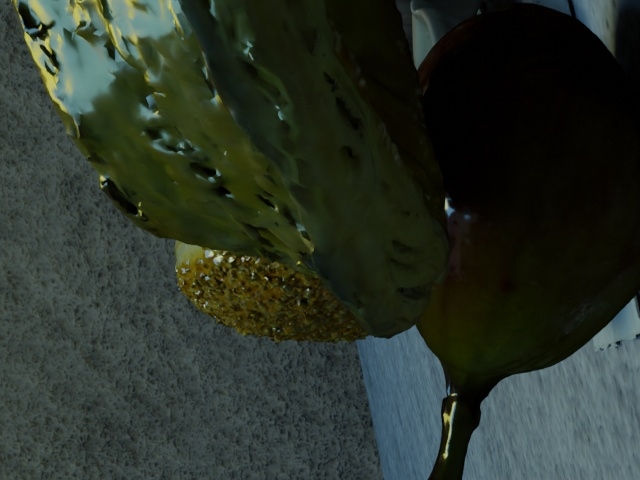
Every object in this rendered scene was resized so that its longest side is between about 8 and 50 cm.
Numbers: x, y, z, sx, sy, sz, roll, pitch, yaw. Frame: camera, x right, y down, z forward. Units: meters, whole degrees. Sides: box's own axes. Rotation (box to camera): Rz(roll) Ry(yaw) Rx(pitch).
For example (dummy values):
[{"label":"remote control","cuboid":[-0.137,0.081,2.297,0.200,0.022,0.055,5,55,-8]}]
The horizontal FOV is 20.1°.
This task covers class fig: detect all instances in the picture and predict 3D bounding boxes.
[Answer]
[{"label":"fig","cuboid":[0.100,0.017,0.960,0.170,0.145,0.274,-116,37,-67]}]

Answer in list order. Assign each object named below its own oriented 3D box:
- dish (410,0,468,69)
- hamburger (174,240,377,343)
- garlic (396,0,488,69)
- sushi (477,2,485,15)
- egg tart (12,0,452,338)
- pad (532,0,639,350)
[{"label":"dish","cuboid":[0.118,-0.054,1.136,0.229,0.081,0.229,166,90,-89]},{"label":"hamburger","cuboid":[0.000,0.000,1.650,0.294,0.276,0.179,76,-168,-65]},{"label":"garlic","cuboid":[0.021,-0.214,1.298,0.256,0.207,0.207,25,141,32]},{"label":"sushi","cuboid":[0.090,-0.237,1.405,0.139,0.031,0.201,85,173,-55]},{"label":"egg tart","cuboid":[-0.047,-0.107,0.781,0.341,0.132,0.341,-21,-90,-80]},{"label":"pad","cuboid":[0.161,-0.046,1.131,0.156,0.004,0.232,106,152,-81]}]
